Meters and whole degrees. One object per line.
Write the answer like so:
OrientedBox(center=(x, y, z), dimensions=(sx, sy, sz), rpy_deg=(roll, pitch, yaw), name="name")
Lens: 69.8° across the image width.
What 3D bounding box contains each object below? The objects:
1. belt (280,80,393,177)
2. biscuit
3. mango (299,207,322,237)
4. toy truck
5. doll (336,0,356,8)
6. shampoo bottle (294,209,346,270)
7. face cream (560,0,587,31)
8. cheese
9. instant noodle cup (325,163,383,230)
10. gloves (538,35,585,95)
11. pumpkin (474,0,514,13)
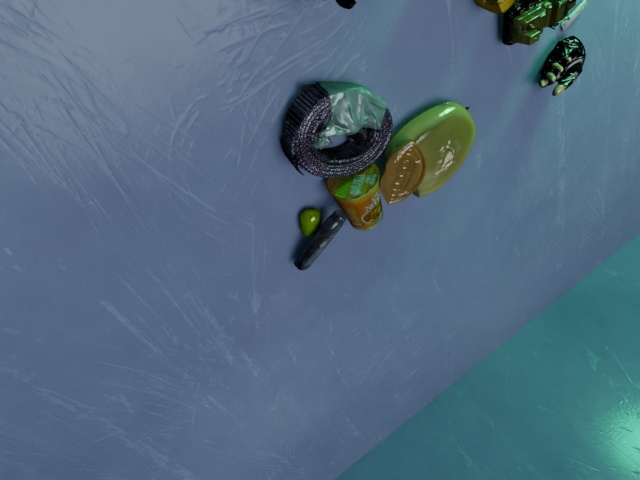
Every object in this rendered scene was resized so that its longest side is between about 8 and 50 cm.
OrientedBox(center=(0.053, -0.307, 1.283), dimensions=(0.324, 0.122, 0.261), rpy_deg=(-9, 128, -27), name="belt")
OrientedBox(center=(0.255, -0.205, 1.409), dimensions=(0.141, 0.029, 0.221), rpy_deg=(6, 125, -20), name="biscuit")
OrientedBox(center=(-0.031, -0.053, 1.437), dimensions=(0.073, 0.056, 0.108), rpy_deg=(-15, 138, -31), name="mango")
OrientedBox(center=(0.689, -0.706, 1.419), dimensions=(0.257, 0.127, 0.127), rpy_deg=(-35, 141, -14), name="toy truck")
OrientedBox(center=(0.016, -0.602, 0.977), dimensions=(0.117, 0.257, 0.182), rpy_deg=(-29, 130, -24), name="doll")
OrientedBox(center=(0.000, 0.000, 1.443), dimensions=(0.234, 0.049, 0.087), rpy_deg=(-52, 165, 30), name="shampoo bottle")
OrientedBox(center=(0.867, -0.771, 1.571), dimensions=(0.115, 0.020, 0.038), rpy_deg=(-47, 133, 6), name="face cream")
OrientedBox(center=(0.372, -0.307, 1.483), dimensions=(0.316, 0.128, 0.260), rpy_deg=(-44, 130, -3), name="cheese")
OrientedBox(center=(0.120, -0.130, 1.428), dimensions=(0.168, 0.168, 0.185), rpy_deg=(-36, 139, -8), name="instant noodle cup")
OrientedBox(center=(0.824, -0.596, 1.587), dimensions=(0.203, 0.124, 0.165), rpy_deg=(-30, 112, -11), name="gloves")
OrientedBox(center=(0.455, -0.754, 1.250), dimensions=(0.126, 0.131, 0.247), rpy_deg=(-48, 137, 15), name="pumpkin")
